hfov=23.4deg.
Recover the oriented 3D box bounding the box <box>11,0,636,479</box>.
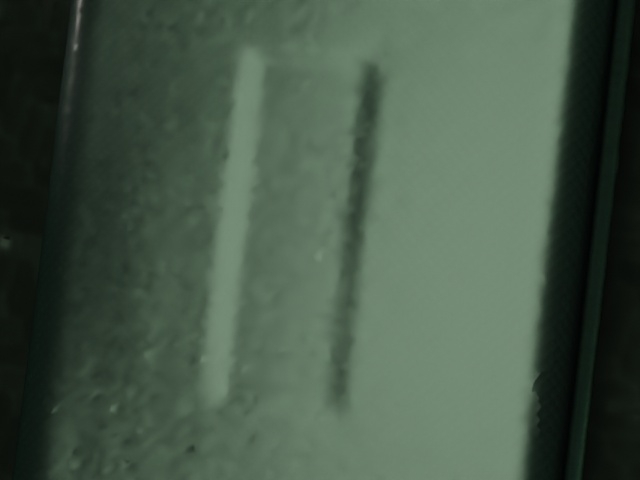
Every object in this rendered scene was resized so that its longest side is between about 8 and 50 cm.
[{"bbox_3d":[0.000,0.000,0.432,0.160,0.050,0.230,6,89,16],"label":"box"}]
